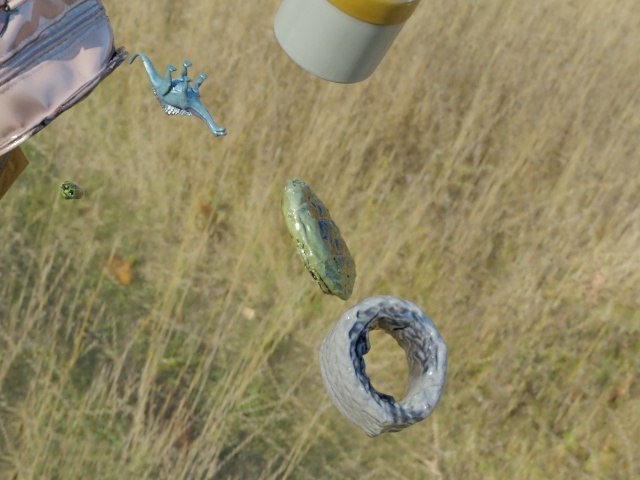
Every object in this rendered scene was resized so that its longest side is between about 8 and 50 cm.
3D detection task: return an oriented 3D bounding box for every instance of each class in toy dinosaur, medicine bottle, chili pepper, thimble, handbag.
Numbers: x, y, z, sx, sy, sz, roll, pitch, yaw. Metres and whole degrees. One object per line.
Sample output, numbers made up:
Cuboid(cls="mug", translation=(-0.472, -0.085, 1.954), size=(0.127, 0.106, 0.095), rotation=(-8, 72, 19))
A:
Cuboid(cls="toy dinosaur", translation=(-0.198, -0.210, 1.436), size=(0.197, 0.080, 0.045), rotation=(39, 42, 20))
Cuboid(cls="medicine bottle", translation=(0.054, -0.468, 2.033), size=(0.237, 0.232, 0.238), rotation=(16, 48, -19))
Cuboid(cls="chili pepper", translation=(-0.286, -0.057, 1.189), size=(0.027, 0.022, 0.083), rotation=(3, 2, -15))
Cuboid(cls="thimble", translation=(0.115, 0.227, 1.882), size=(0.217, 0.157, 0.246), rotation=(-5, 73, -13))
Cuboid(cls="handbag", translation=(-0.273, -0.163, 0.927), size=(0.116, 0.179, 0.205), rotation=(56, 49, -21))

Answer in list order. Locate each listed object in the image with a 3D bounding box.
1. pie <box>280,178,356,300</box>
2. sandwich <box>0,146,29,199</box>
Cuboid(cls="pie", translation=(0.000, 0.000, 2.260), size=(0.306, 0.071, 0.306), rotation=(57, 13, -20))
Cuboid(cls="sandwich", translation=(-0.581, -0.119, 1.654), size=(0.117, 0.144, 0.187), rotation=(24, 69, 27))
